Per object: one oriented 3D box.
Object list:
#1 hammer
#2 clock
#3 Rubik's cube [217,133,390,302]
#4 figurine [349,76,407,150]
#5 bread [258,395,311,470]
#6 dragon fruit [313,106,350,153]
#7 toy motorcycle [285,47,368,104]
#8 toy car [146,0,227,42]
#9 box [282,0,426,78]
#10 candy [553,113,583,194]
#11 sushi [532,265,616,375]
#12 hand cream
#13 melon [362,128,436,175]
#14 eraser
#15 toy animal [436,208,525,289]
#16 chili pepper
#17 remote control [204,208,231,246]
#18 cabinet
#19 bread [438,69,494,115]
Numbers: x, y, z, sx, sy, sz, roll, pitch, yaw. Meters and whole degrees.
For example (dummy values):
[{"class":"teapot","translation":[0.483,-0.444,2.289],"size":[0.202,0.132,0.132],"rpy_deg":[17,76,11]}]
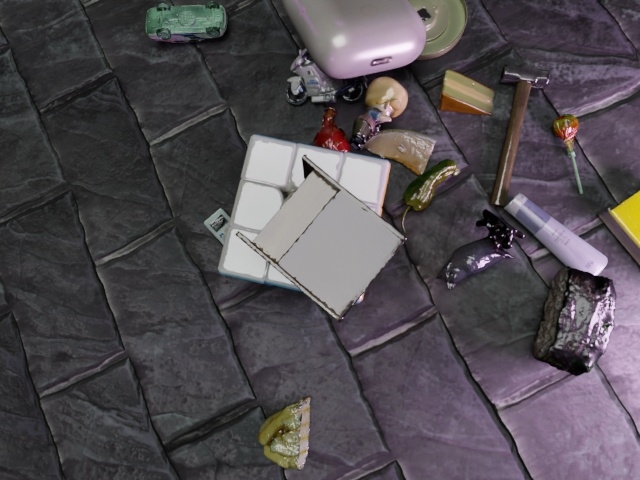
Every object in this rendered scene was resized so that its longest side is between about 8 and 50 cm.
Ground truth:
[{"class":"hammer","translation":[0.471,-0.259,1.165],"size":[0.111,0.043,0.366],"rpy_deg":[14,82,9]},{"class":"clock","translation":[0.270,-0.594,1.261],"size":[0.234,0.029,0.235],"rpy_deg":[-1,78,7]},{"class":"Rubik's cube","translation":[-0.025,-0.030,1.041],"size":[0.290,0.292,0.292],"rpy_deg":[12,82,3]},{"class":"figurine","translation":[0.141,-0.313,1.166],"size":[0.108,0.114,0.196],"rpy_deg":[27,72,2]},{"class":"bread","translation":[-0.082,0.429,1.074],"size":[0.110,0.103,0.157],"rpy_deg":[1,73,19]},{"class":"dragon fruit","translation":[0.023,-0.265,1.209],"size":[0.094,0.094,0.191],"rpy_deg":[-13,56,5]},{"class":"toy motorcycle","translation":[0.014,-0.434,1.232],"size":[0.220,0.102,0.150],"rpy_deg":[1,100,10]},{"class":"toy car","translation":[-0.370,-0.601,1.321],"size":[0.223,0.076,0.090],"rpy_deg":[-3,77,-1]},{"class":"box","translation":[0.077,-0.550,1.162],"size":[0.288,0.141,0.349],"rpy_deg":[-17,61,-12]},{"class":"candy","translation":[0.605,-0.208,1.137],"size":[0.060,0.060,0.201],"rpy_deg":[-10,85,5]},{"class":"sushi","translation":[0.554,0.174,1.024],"size":[0.127,0.124,0.225],"rpy_deg":[19,81,11]},{"class":"hand cream","translation":[0.547,-0.012,1.103],"size":[0.255,0.048,0.079],"rpy_deg":[44,92,9]},{"class":"melon","translation":[0.196,-0.243,1.200],"size":[0.182,0.054,0.098],"rpy_deg":[26,98,12]},{"class":"eraser","translation":[0.771,-0.017,1.063],"size":[0.157,0.069,0.226],"rpy_deg":[-33,77,-1]},{"class":"toy animal","translation":[0.371,0.037,1.111],"size":[0.117,0.121,0.210],"rpy_deg":[35,105,-31]},{"class":"chili pepper","translation":[0.249,-0.120,1.147],"size":[0.073,0.072,0.204],"rpy_deg":[43,86,11]},{"class":"remote control","translation":[-0.223,-0.003,1.205],"size":[0.065,0.029,0.166],"rpy_deg":[-43,77,-9]},{"class":"cabinet","translation":[0.000,0.000,0.816],"size":[0.215,0.148,0.175],"rpy_deg":[39,85,2]},{"class":"bread","translation":[0.370,-0.366,1.176],"size":[0.139,0.084,0.074],"rpy_deg":[10,79,8]}]
